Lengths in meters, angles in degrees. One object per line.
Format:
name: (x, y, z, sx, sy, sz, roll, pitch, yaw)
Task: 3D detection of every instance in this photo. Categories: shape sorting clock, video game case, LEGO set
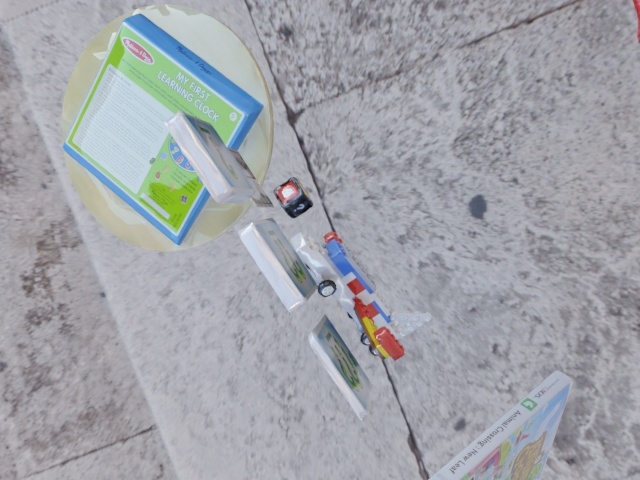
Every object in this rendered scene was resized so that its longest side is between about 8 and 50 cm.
shape sorting clock: (-0.132, -0.093, 0.699, 0.206, 0.040, 0.206, 4, 100, 24)
video game case: (0.157, 0.246, 0.787, 0.023, 0.193, 0.212, 33, 136, 34)
LEGO set: (0.000, 0.000, 0.526, 0.060, 0.244, 0.182, -34, 88, 5)

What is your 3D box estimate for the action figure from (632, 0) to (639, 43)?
action figure: (0.242, -0.294, 0.560, 0.091, 0.139, 0.280, -22, 91, -43)
